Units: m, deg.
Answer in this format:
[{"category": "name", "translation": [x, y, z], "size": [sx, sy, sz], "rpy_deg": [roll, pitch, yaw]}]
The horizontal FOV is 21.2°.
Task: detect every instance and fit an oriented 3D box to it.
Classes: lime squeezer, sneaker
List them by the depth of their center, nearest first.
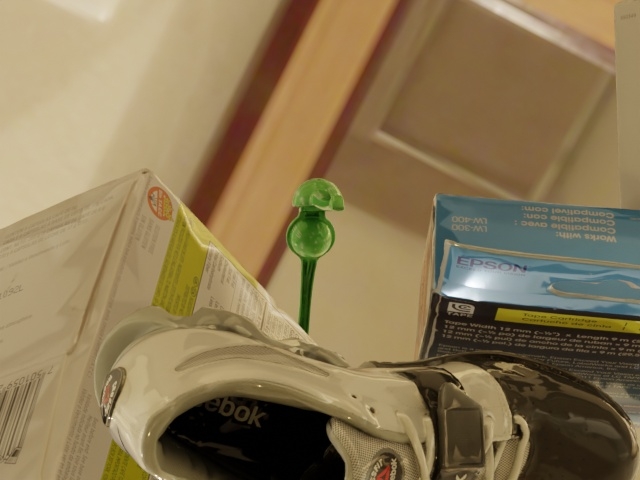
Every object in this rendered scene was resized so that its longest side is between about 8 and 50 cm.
[{"category": "sneaker", "translation": [0.037, 0.127, 0.971], "size": [0.330, 0.122, 0.146], "rpy_deg": [8, -166, -13]}, {"category": "lime squeezer", "translation": [0.000, 0.000, 1.928], "size": [0.058, 0.310, 0.110], "rpy_deg": [-14, -118, -17]}]

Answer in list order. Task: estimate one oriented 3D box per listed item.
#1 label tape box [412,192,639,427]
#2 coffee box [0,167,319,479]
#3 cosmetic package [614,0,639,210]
[{"category": "label tape box", "translation": [0.205, 0.042, 1.326], "size": [0.249, 0.115, 0.348], "rpy_deg": [5, 156, 1]}, {"category": "coffee box", "translation": [-0.210, 0.209, 1.489], "size": [0.334, 0.337, 0.338], "rpy_deg": [47, -143, -34]}, {"category": "cosmetic package", "translation": [0.424, -0.107, 1.485], "size": [0.365, 0.197, 0.155], "rpy_deg": [-1, 177, -41]}]
